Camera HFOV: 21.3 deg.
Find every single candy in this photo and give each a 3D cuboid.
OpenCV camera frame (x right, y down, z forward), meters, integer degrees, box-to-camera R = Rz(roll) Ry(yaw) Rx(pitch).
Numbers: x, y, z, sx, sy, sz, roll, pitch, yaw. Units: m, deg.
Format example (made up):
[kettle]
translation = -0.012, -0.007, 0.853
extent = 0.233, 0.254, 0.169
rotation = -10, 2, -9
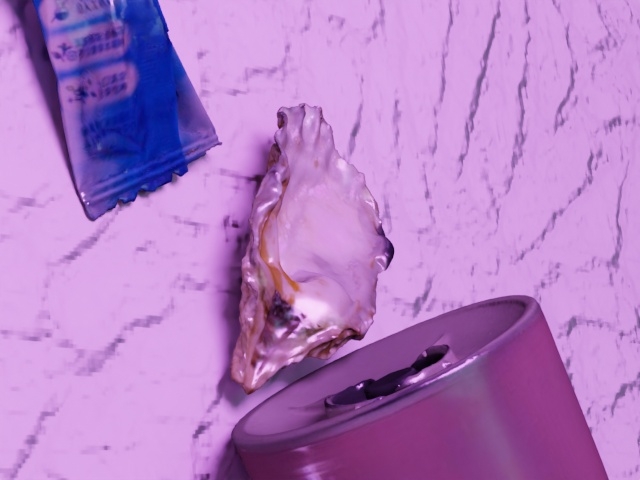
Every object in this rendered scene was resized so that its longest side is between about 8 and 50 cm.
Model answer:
[candy]
translation = -0.090, -0.086, 0.757
extent = 0.088, 0.038, 0.136
rotation = -27, 104, -46

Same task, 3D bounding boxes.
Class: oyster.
[oyster]
translation = 0.000, 0.000, 0.812
extent = 0.122, 0.045, 0.146
rotation = 6, 63, -43

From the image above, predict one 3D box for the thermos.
[thermos]
translation = 0.081, 0.170, 0.766
extent = 0.176, 0.146, 0.265
rotation = -72, 138, -81
